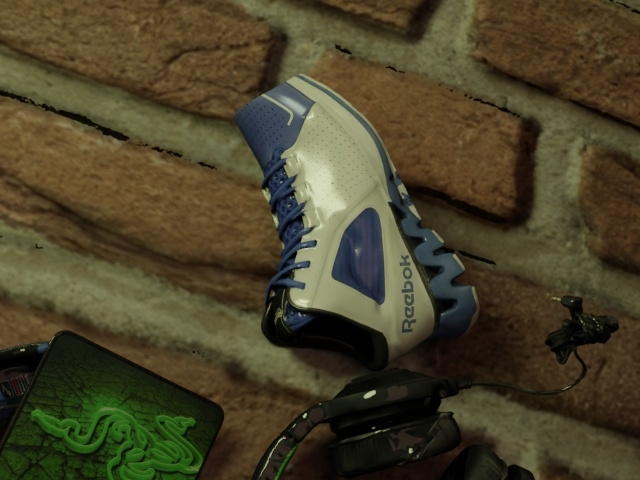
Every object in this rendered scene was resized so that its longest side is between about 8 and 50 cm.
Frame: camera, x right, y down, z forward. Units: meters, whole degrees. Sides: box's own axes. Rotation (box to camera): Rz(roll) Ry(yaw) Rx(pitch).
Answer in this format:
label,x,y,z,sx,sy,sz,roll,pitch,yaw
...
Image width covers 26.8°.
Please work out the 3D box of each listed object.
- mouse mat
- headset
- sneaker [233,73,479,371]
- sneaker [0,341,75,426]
label,x,y,z,sx,sy,sz,roll,pitch,yaw
mouse mat,-0.185,0.182,1.182,0.189,0.007,0.153,31,75,-30
headset,0.112,0.208,1.235,0.394,0.185,0.243,-41,87,-17
sneaker,0.001,0.001,1.309,0.182,0.127,0.315,-35,86,-30
sneaker,-0.307,0.138,1.162,0.221,0.087,0.083,-28,80,-28
